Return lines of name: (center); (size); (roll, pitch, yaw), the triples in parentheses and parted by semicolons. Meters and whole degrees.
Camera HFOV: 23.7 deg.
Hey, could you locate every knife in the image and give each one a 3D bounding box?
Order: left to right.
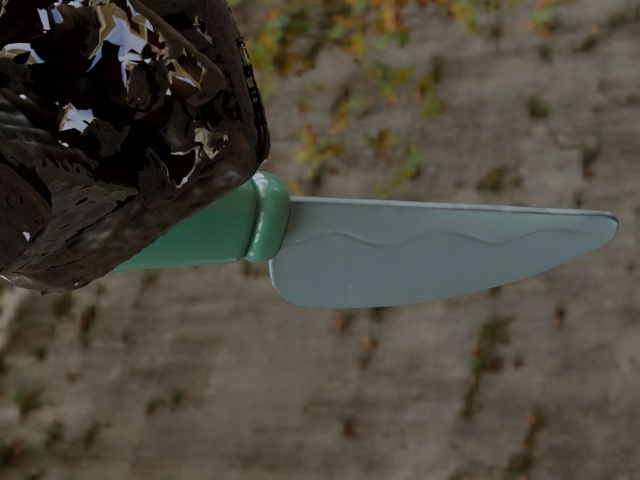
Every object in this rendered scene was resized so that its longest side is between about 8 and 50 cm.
knife: (-0.001, 0.001, 0.572); (0.063, 0.260, 0.034); (-67, 31, 28)

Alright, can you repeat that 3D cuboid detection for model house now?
model house: (-0.130, -0.063, 0.413); (0.141, 0.203, 0.164); (-64, -26, 3)
